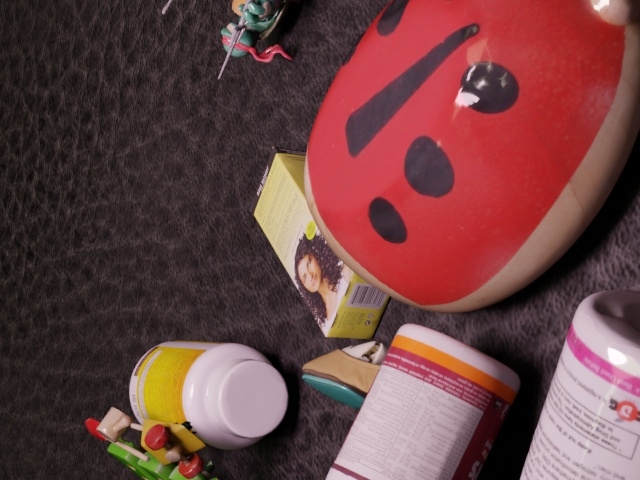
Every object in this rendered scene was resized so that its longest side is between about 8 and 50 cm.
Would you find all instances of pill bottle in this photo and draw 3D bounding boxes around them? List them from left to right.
[{"bbox_3d":[-0.121,0.171,2.083,0.215,0.117,0.117,-3,83,61],"label":"pill bottle"},{"bbox_3d":[0.078,0.194,1.644,0.121,0.121,0.221,14,76,61],"label":"pill bottle"},{"bbox_3d":[0.228,0.194,1.401,0.160,0.160,0.283,44,124,54],"label":"pill bottle"}]

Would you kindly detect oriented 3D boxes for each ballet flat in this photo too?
[{"bbox_3d":[0.064,0.137,1.820,0.073,0.080,0.232,-58,31,-9],"label":"ballet flat"}]

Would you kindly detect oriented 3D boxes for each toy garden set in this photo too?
[{"bbox_3d":[-0.157,0.240,2.058,0.244,0.204,0.049,12,63,53],"label":"toy garden set"}]

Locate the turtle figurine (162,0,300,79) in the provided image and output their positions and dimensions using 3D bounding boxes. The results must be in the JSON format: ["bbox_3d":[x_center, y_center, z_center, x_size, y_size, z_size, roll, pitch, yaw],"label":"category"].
[{"bbox_3d":[-0.078,-0.290,2.075,0.175,0.118,0.234,26,94,44],"label":"turtle figurine"}]

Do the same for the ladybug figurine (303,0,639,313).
[{"bbox_3d":[0.120,-0.107,1.640,0.449,0.162,0.305,-46,47,49],"label":"ladybug figurine"}]

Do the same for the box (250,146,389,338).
[{"bbox_3d":[0.000,0.000,1.950,0.232,0.058,0.087,57,134,49],"label":"box"}]
